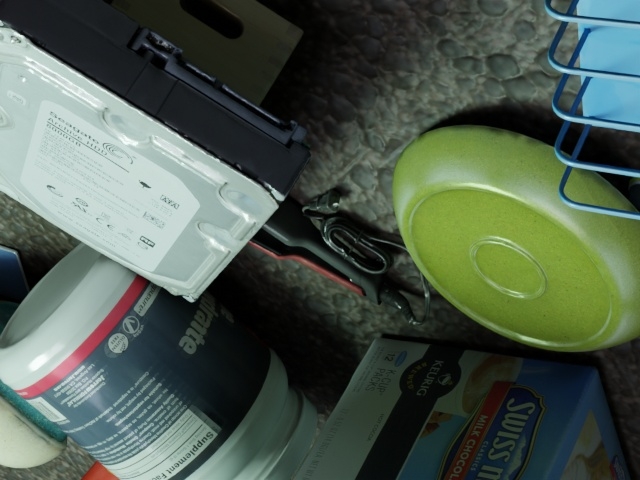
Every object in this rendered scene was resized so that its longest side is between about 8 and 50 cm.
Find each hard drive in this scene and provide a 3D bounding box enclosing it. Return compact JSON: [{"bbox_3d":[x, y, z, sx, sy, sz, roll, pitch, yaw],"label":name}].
[{"bbox_3d":[-0.154,-0.065,1.099,0.237,0.064,0.339,32,158,-7],"label":"hard drive"}]

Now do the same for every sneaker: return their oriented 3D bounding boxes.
[{"bbox_3d":[0.249,-0.009,1.051,0.031,0.035,0.083,-16,124,44],"label":"sneaker"}]

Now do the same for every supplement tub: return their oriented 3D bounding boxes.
[{"bbox_3d":[-0.154,0.134,1.349,0.272,0.191,0.191,44,140,-18],"label":"supplement tub"}]

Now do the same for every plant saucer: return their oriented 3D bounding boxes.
[{"bbox_3d":[0.154,0.012,1.105,0.241,0.037,0.241,25,148,17],"label":"plant saucer"}]

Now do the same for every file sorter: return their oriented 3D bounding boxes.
[{"bbox_3d":[0.211,-0.106,0.910,0.118,0.104,0.170,11,139,24],"label":"file sorter"}]

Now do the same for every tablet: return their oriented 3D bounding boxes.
[{"bbox_3d":[-0.336,0.033,1.505,0.054,0.006,0.083,16,140,18],"label":"tablet"}]

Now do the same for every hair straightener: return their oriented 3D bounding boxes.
[{"bbox_3d":[0.000,0.000,1.212,0.230,0.047,0.089,34,143,-2],"label":"hair straightener"}]

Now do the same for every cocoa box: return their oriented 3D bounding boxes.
[{"bbox_3d":[0.151,0.294,1.294,0.228,0.231,0.347,5,135,33],"label":"cocoa box"}]

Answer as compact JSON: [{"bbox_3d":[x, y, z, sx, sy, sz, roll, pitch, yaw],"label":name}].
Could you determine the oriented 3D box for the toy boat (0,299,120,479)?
[{"bbox_3d":[-0.288,0.164,1.501,0.318,0.148,0.267,47,177,-29],"label":"toy boat"}]

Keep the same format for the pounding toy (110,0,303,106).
[{"bbox_3d":[-0.085,-0.118,1.107,0.181,0.094,0.206,32,159,-6],"label":"pounding toy"}]
